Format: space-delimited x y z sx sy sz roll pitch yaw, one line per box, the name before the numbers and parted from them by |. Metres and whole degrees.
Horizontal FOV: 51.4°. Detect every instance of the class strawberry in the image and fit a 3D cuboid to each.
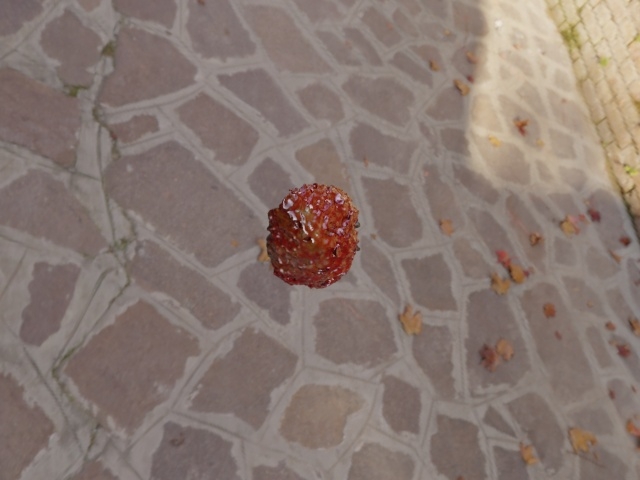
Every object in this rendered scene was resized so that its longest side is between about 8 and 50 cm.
strawberry | 0.001 0.001 0.840 0.140 0.192 0.085 -32 63 -31
